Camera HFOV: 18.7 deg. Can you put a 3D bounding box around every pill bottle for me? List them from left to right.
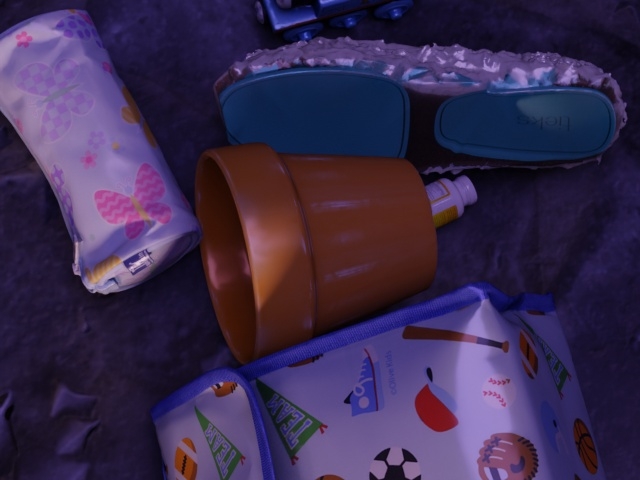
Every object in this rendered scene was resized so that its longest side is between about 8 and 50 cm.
[{"bbox_3d":[0.111,-0.034,1.916,0.083,0.043,0.043,-25,78,-14],"label":"pill bottle"}]

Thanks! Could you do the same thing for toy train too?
[{"bbox_3d":[0.024,-0.257,1.938,0.184,0.105,0.080,-15,76,-12],"label":"toy train"}]

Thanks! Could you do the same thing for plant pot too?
[{"bbox_3d":[0.000,0.000,1.812,0.188,0.205,0.205,-11,75,-15],"label":"plant pot"}]

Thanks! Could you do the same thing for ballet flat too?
[{"bbox_3d":[0.093,-0.135,1.911,0.409,0.147,0.147,3,73,-9],"label":"ballet flat"}]

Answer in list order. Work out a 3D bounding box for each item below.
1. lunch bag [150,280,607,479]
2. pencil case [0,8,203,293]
[{"bbox_3d":[0.044,0.245,1.709,0.385,0.239,0.328,-19,75,23],"label":"lunch bag"},{"bbox_3d":[-0.220,-0.085,1.853,0.124,0.113,0.273,-30,79,12],"label":"pencil case"}]
